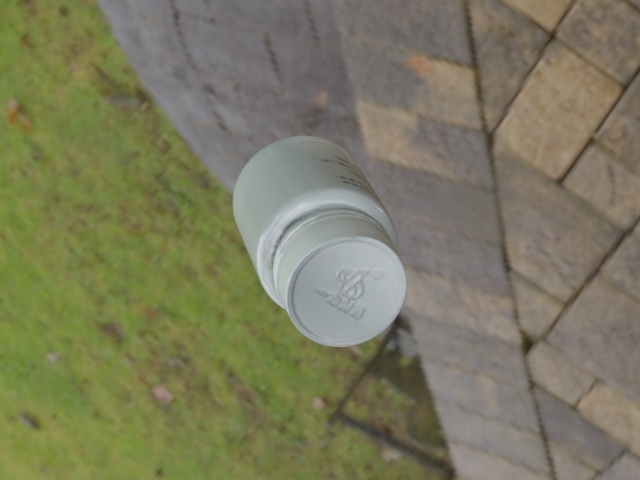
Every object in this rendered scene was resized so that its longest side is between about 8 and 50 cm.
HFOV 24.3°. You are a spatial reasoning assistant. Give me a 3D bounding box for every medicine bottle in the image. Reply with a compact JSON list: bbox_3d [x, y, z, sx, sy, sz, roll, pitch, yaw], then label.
[{"bbox_3d":[0.000,0.000,0.821,0.080,0.080,0.130,60,-178,-29],"label":"medicine bottle"}]
